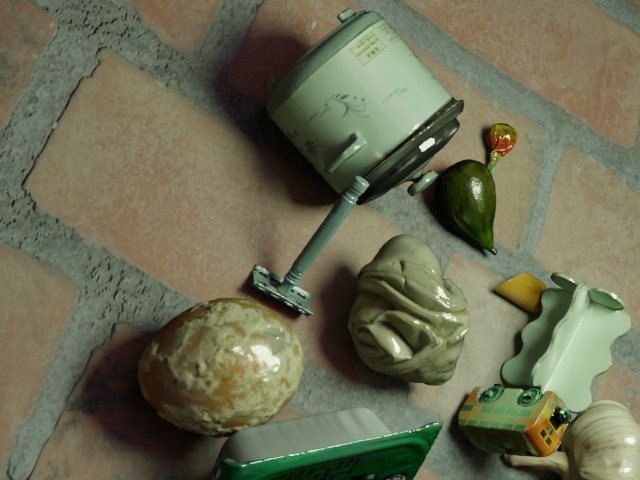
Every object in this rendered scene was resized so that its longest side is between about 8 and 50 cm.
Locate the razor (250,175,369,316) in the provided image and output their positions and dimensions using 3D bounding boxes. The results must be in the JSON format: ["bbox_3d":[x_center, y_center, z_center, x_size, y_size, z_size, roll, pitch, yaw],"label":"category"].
[{"bbox_3d":[0.000,0.000,1.585,0.106,0.232,0.068,31,18,-18],"label":"razor"}]

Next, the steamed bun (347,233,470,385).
[{"bbox_3d":[0.116,0.120,1.608,0.144,0.218,0.211,-20,55,-33],"label":"steamed bun"}]

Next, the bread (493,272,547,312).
[{"bbox_3d":[0.357,0.082,1.848,0.103,0.049,0.062,31,59,-18],"label":"bread"}]

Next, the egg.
[{"bbox_3d":[-0.136,0.175,1.443,0.233,0.195,0.195,-4,73,-16],"label":"egg"}]

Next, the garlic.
[{"bbox_3d":[0.417,0.352,1.717,0.226,0.199,0.199,6,66,0],"label":"garlic"}]

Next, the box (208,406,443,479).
[{"bbox_3d":[-0.028,0.326,1.442,0.336,0.264,0.106,-5,46,-32],"label":"box"}]

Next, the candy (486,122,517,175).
[{"bbox_3d":[0.315,-0.129,1.914,0.060,0.060,0.201,28,66,-18],"label":"candy"}]

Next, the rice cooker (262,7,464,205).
[{"bbox_3d":[0.077,-0.199,1.670,0.316,0.264,0.316,25,45,-28],"label":"rice cooker"}]

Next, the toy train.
[{"bbox_3d":[0.306,0.284,1.658,0.099,0.188,0.072,-48,116,-31],"label":"toy train"}]

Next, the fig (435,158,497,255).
[{"bbox_3d":[0.262,-0.051,1.825,0.117,0.117,0.177,-25,106,-35],"label":"fig"}]

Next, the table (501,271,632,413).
[{"bbox_3d":[0.414,0.181,1.766,0.166,0.166,0.198,35,76,-14],"label":"table"}]
